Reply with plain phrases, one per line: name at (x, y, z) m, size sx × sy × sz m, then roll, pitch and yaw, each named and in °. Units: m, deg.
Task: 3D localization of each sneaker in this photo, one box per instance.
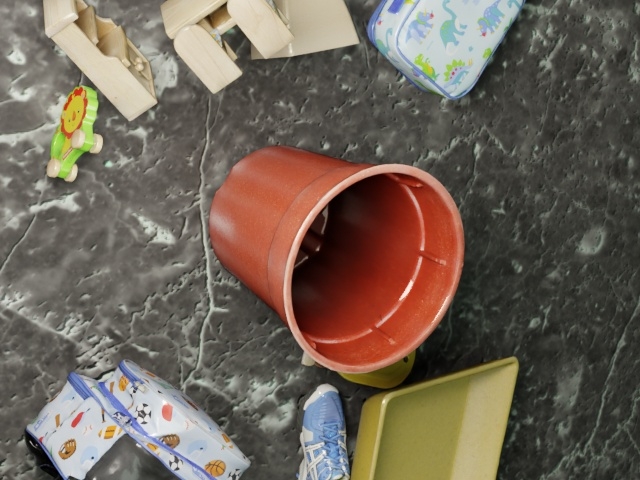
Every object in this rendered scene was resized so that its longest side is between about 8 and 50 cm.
sneaker at (0.014, 0.312, 2.031) m, size 0.080 × 0.081 × 0.211 m, roll -13°, pitch 113°, yaw -29°

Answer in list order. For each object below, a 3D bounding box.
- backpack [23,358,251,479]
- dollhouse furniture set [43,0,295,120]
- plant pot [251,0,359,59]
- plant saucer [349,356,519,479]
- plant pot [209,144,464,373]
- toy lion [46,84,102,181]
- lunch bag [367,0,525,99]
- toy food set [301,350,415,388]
backpack at (-0.241, 0.272, 1.735) m, size 0.213 × 0.263 × 0.276 m, roll -51°, pitch 131°, yaw -15°
dollhouse furniture set at (-0.182, -0.282, 1.611) m, size 0.242 × 0.212 × 0.161 m, roll -32°, pitch 128°, yaw 12°
plant pot at (-0.028, -0.293, 1.779) m, size 0.109 × 0.109 × 0.096 m, roll -15°, pitch 101°, yaw -29°
plant saucer at (0.152, 0.343, 2.101) m, size 0.333 × 0.081 × 0.332 m, roll -9°, pitch 115°, yaw -46°
plant pot at (0.000, 0.000, 1.795) m, size 0.272 × 0.265 × 0.272 m, roll -13°, pitch 114°, yaw -31°
toy lion at (-0.300, -0.135, 1.665) m, size 0.034 × 0.096 × 0.100 m, roll 14°, pitch 139°, yaw -36°
lunch bag at (0.178, -0.325, 1.908) m, size 0.176 × 0.090 × 0.219 m, roll 34°, pitch 86°, yaw -38°
toy food set at (0.041, 0.147, 2.007) m, size 0.218 × 0.071 × 0.128 m, roll 19°, pitch 72°, yaw -39°
